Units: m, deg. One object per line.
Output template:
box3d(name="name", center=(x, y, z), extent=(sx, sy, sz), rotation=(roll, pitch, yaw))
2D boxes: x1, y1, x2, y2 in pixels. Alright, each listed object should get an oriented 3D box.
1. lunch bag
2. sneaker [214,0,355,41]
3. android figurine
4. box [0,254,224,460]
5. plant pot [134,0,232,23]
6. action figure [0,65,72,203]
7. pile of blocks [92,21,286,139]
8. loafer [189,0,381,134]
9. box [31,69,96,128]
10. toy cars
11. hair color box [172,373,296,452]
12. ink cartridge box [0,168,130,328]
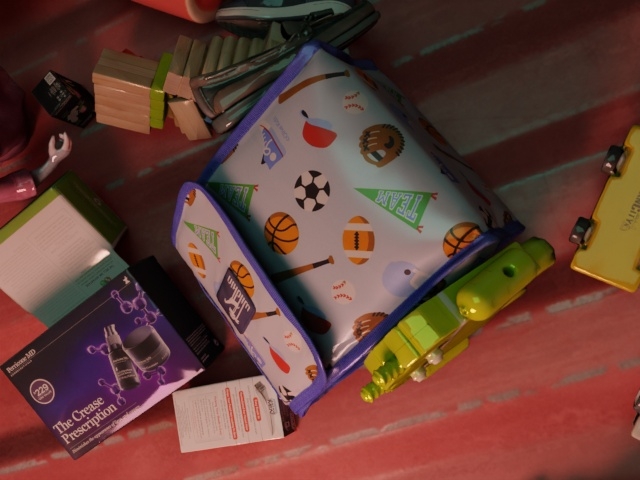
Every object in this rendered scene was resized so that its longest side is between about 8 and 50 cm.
box3d(name="lunch bag", center=(0.000, 0.000, 0.834), extent=(0.385, 0.239, 0.327), rotation=(-44, 74, 24))
box3d(name="sneaker", center=(-0.045, -0.385, 0.950), extent=(0.227, 0.086, 0.163), rotation=(5, 82, 23))
box3d(name="android figurine", center=(0.157, 0.097, 0.753), extent=(0.273, 0.248, 0.056), rotation=(-31, 70, -26))
box3d(name="box", center=(-0.309, 0.174, 0.959), extent=(0.261, 0.103, 0.184), rotation=(-36, 91, 13))
box3d(name="plant pot", center=(-0.236, -0.462, 0.936), extent=(0.243, 0.275, 0.274), rotation=(32, 96, 7))
box3d(name="action figure", center=(-0.543, -0.138, 0.936), extent=(0.276, 0.248, 0.370), rotation=(-36, 38, 16))
box3d(name="pile of blocks", center=(-0.169, -0.246, 0.976), extent=(0.363, 0.149, 0.112), rotation=(-1, 56, 11))
box3d(name="loafer", center=(-0.045, -0.244, 0.826), extent=(0.268, 0.096, 0.084), rotation=(-37, 99, -7))
box3d(name="box", center=(-0.418, -0.232, 1.058), extent=(0.052, 0.083, 0.062), rotation=(-45, 74, 9))
box3d(name="toy cars", center=(0.411, 0.061, 0.769), extent=(0.177, 0.087, 0.393), rotation=(-20, 83, 21))
box3d(name="hair color box", center=(-0.127, 0.251, 0.944), extent=(0.167, 0.053, 0.093), rotation=(-13, 81, 18))
box3d(name="ink cartridge box", center=(-0.387, 0.048, 1.031), extent=(0.189, 0.097, 0.255), rotation=(-36, 110, 12))
